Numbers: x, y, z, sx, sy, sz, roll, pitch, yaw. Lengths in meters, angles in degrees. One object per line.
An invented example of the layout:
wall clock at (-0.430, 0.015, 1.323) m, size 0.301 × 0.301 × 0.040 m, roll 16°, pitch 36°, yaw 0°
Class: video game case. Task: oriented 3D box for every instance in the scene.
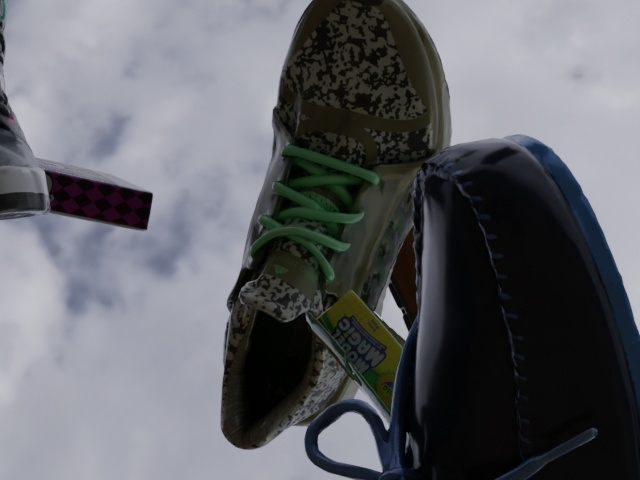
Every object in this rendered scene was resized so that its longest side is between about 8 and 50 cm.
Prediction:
video game case at (-0.287, -0.059, 1.317) m, size 0.232 × 0.210 × 0.041 m, roll 12°, pitch -87°, yaw -20°

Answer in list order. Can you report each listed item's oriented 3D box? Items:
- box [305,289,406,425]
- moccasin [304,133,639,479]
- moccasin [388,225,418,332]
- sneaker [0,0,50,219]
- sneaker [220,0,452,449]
box at (0.056, 0.098, 0.959) m, size 0.043 × 0.179 × 0.105 m, roll -43°, pitch -118°, yaw 4°
moccasin at (0.069, 0.133, 0.573) m, size 0.117 × 0.138 × 0.341 m, roll -10°, pitch -84°, yaw -13°
moccasin at (0.158, 0.057, 1.514) m, size 0.147 × 0.139 × 0.380 m, roll -27°, pitch -92°, yaw 9°
sneaker at (-0.228, -0.101, 0.853) m, size 0.124 × 0.295 × 0.178 m, roll -9°, pitch -81°, yaw -21°
sneaker at (0.000, 0.000, 1.166) m, size 0.158 × 0.182 × 0.410 m, roll 14°, pitch -69°, yaw 10°
